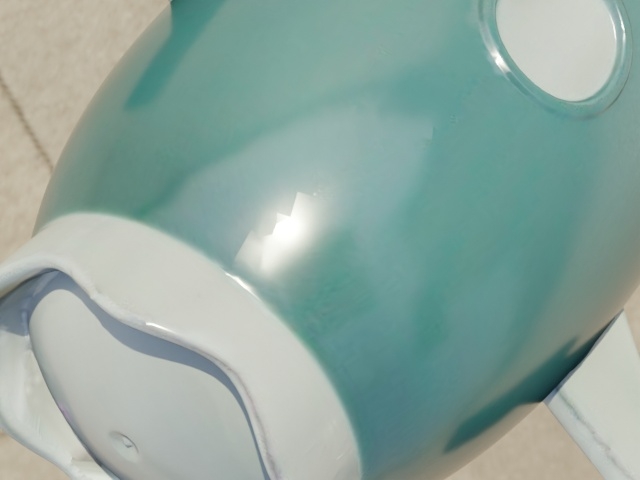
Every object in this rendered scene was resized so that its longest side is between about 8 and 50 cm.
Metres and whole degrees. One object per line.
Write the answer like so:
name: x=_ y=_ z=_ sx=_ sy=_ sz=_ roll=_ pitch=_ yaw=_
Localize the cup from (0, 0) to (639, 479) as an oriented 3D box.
cup: x=0.000 y=0.000 z=0.451 sx=0.299 sy=0.173 sz=0.167 roll=47 pitch=144 yaw=-4
